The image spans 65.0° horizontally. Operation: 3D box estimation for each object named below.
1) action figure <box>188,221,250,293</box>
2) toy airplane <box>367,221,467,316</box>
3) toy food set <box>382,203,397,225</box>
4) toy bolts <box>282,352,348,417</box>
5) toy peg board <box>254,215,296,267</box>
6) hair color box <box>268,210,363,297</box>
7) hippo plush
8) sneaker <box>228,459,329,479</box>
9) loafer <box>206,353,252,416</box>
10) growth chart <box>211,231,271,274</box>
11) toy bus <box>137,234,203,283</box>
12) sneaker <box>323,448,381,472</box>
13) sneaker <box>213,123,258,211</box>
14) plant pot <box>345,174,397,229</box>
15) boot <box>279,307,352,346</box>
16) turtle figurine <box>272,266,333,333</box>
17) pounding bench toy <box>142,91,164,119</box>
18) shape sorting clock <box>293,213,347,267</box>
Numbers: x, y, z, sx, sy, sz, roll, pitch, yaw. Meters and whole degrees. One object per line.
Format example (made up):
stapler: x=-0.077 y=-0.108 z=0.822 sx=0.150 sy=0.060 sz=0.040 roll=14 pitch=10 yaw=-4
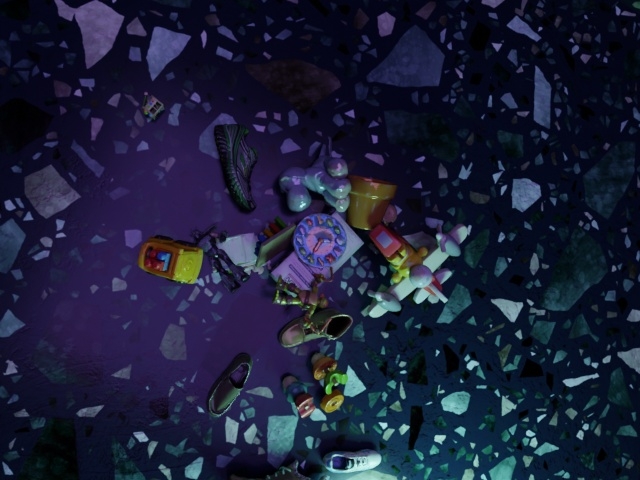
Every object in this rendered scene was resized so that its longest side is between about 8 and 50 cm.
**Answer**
action figure: x=-0.380 y=0.056 z=1.839 sx=0.185 sy=0.099 sz=0.285 roll=-44 pitch=85 yaw=15
toy airplane: x=0.371 y=0.122 z=1.945 sx=0.384 sy=0.272 sz=0.387 roll=-1 pitch=108 yaw=-7
toy food set: x=0.280 y=-0.110 z=2.072 sx=0.083 sy=0.020 sz=0.083 roll=43 pitch=78 yaw=-8
toy bolts: x=-0.031 y=0.563 z=1.934 sx=0.228 sy=0.158 sz=0.218 roll=-24 pitch=134 yaw=-23
toy peg board: x=-0.189 y=-0.002 z=1.874 sx=0.160 sy=0.161 sz=0.079 roll=-35 pitch=72 yaw=-32
hair color box: x=-0.018 y=0.067 z=1.946 sx=0.347 sy=0.105 sz=0.174 roll=-44 pitch=97 yaw=-12
hippo plush: x=-0.033 y=-0.229 z=1.885 sx=0.236 sy=0.234 sz=0.295 roll=-14 pitch=88 yaw=-13
sneaker: x=-0.143 y=0.916 z=1.888 sx=0.410 sy=0.158 sz=0.182 roll=21 pitch=52 yaw=-10
loafer: x=-0.337 y=0.536 z=1.855 sx=0.094 sy=0.087 sz=0.251 roll=32 pitch=80 yaw=-11
growth chart: x=-0.310 y=0.052 z=1.918 sx=0.237 sy=0.021 sz=0.172 roll=-4 pitch=89 yaw=-14
toy bus: x=-0.553 y=0.063 z=1.734 sx=0.220 sy=0.211 sz=0.150 roll=14 pitch=91 yaw=16
sneaker: x=0.129 y=0.865 z=1.959 sx=0.237 sy=0.086 sz=0.085 roll=2 pitch=85 yaw=-15
sneaker: x=-0.291 y=-0.277 z=1.880 sx=0.146 sy=0.134 sz=0.344 roll=-14 pitch=90 yaw=-15
plant pot: x=0.183 y=-0.146 z=1.973 sx=0.205 sy=0.205 sz=0.188 roll=8 pitch=102 yaw=-14
boot: x=-0.019 y=0.335 z=1.882 sx=0.261 sy=0.203 sz=0.095 roll=-20 pitch=93 yaw=-15
turtle figurine: x=-0.058 y=0.197 z=1.834 sx=0.217 sy=0.087 sz=0.270 roll=18 pitch=61 yaw=-8
pounding bench toy: x=-0.630 y=-0.496 z=1.847 sx=0.083 sy=0.052 sz=0.065 roll=39 pitch=80 yaw=-9
shape sorting clock: x=0.000 y=0.000 z=1.879 sx=0.206 sy=0.040 sz=0.206 roll=1 pitch=86 yaw=-13
